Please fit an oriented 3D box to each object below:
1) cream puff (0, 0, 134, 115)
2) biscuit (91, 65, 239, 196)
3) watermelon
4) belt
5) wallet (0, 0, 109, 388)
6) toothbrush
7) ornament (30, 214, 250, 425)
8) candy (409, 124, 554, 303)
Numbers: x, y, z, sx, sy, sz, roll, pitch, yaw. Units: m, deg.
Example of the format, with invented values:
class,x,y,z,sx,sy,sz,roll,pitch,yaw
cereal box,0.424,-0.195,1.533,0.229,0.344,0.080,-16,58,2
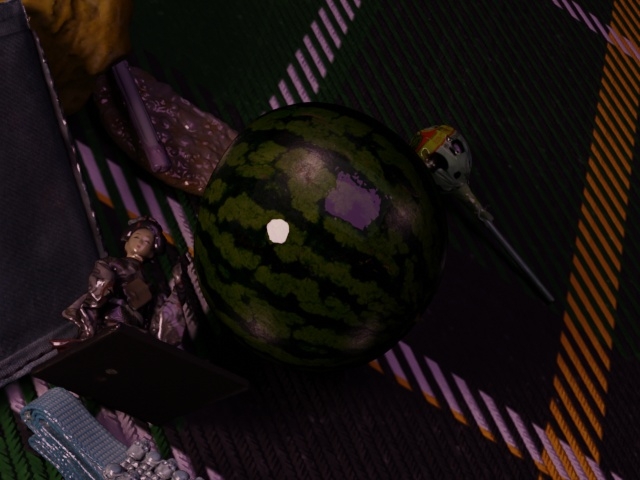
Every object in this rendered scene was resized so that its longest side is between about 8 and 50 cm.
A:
class,x,y,z,sx,sy,sz,roll,pitch,yaw
cream puff,-0.371,-0.261,1.172,0.323,0.274,0.270,36,33,1
biscuit,-0.169,-0.117,1.361,0.289,0.038,0.141,31,43,-7
watermelon,0.000,0.000,1.211,0.285,0.285,0.285,19,46,-21
belt,-0.201,0.204,1.030,0.179,0.100,0.065,43,39,7
wallet,-0.329,-0.038,1.056,0.237,0.075,0.342,-31,111,-43
toothbrush,-0.249,-0.213,1.346,0.024,0.029,0.354,-6,54,-31
ornament,-0.171,0.052,1.092,0.166,0.153,0.196,29,49,-34
candy,0.234,-0.034,1.556,0.305,0.091,0.083,50,41,0
